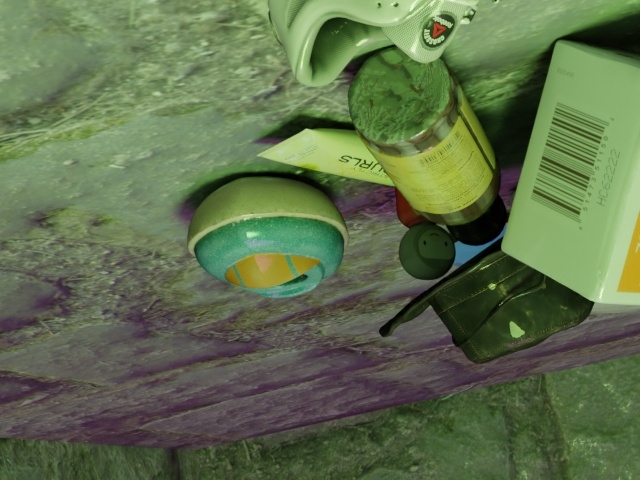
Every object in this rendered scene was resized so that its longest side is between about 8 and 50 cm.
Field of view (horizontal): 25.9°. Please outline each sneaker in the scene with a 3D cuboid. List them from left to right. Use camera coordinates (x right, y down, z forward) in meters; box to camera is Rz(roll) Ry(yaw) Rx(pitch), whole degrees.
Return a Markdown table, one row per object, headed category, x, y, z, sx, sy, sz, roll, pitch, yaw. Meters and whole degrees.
| category | x | y | z | sx | sy | sz | roll | pitch | yaw |
| --- | --- | --- | --- | --- | --- | --- | --- | --- | --- |
| sneaker | 0.097 | -0.206 | 0.987 | 0.330 | 0.146 | 0.122 | -23 | 158 | 40 |

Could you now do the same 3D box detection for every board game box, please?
| category | x | y | z | sx | sy | sz | roll | pitch | yaw |
| --- | --- | --- | --- | --- | --- | --- | --- | --- | --- |
| board game box | 0.251 | -0.007 | 2.021 | 0.133 | 0.033 | 0.169 | 7 | 154 | -32 |

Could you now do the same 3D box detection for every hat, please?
| category | x | y | z | sx | sy | sz | roll | pitch | yaw |
| --- | --- | --- | --- | --- | --- | --- | --- | --- | --- |
| hat | 0.233 | 0.056 | 1.589 | 0.331 | 0.134 | 0.331 | -35 | 175 | -4 |

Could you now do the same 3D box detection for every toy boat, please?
| category | x | y | z | sx | sy | sz | roll | pitch | yaw |
| --- | --- | --- | --- | --- | --- | --- | --- | --- | --- |
| toy boat | 0.000 | 0.000 | 1.676 | 0.318 | 0.148 | 0.267 | -12 | 164 | 15 |

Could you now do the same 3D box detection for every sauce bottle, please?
| category | x | y | z | sx | sy | sz | roll | pitch | yaw |
| --- | --- | --- | --- | --- | --- | --- | --- | --- | --- |
| sauce bottle | 0.126 | -0.080 | 1.444 | 0.111 | 0.111 | 0.344 | -13 | 155 | 15 |

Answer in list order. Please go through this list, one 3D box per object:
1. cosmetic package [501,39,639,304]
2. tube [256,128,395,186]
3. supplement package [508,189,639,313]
| category | x | y | z | sx | sy | sz | roll | pitch | yaw |
| --- | --- | --- | --- | --- | --- | --- | --- | --- | --- |
| cosmetic package | 0.432 | -0.056 | 1.445 | 0.453 | 0.230 | 0.161 | 3 | -162 | -32 |
| tube | 0.051 | -0.092 | 1.543 | 0.240 | 0.062 | 0.070 | 7 | 120 | -38 |
| supplement package | 0.396 | -0.026 | 1.745 | 0.178 | 0.175 | 0.293 | 0 | 163 | -25 |
